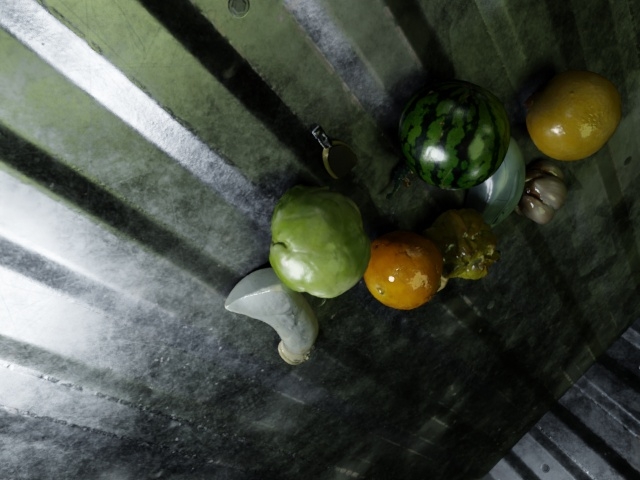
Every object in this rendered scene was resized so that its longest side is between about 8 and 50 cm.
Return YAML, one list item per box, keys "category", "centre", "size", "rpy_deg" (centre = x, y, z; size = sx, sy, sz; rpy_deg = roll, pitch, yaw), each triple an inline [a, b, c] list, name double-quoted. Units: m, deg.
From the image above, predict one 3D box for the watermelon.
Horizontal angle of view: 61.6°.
- category: "watermelon"
  centre: [0.345, -0.270, 1.385]
  size: [0.285, 0.285, 0.284]
  rpy_deg: [-18, 129, -24]

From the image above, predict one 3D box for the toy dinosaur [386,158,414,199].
- category: "toy dinosaur"
  centre: [0.234, -0.182, 1.532]
  size: [0.055, 0.049, 0.154]
  rpy_deg: [23, 100, -45]

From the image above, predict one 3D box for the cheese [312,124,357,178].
- category: "cheese"
  centre: [0.029, -0.229, 1.365]
  size: [0.086, 0.036, 0.162]
  rpy_deg: [-43, 135, 2]

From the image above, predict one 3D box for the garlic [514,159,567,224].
- category: "garlic"
  centre: [0.763, -0.164, 1.841]
  size: [0.214, 0.160, 0.191]
  rpy_deg: [-51, 140, 10]

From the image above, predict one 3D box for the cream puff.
- category: "cream puff"
  centre: [0.438, 0.017, 1.691]
  size: [0.244, 0.244, 0.196]
  rpy_deg: [-48, 161, 3]

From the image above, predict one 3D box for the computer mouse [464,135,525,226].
- category: "computer mouse"
  centre: [0.572, -0.156, 1.747]
  size: [0.189, 0.122, 0.370]
  rpy_deg: [-15, 131, -25]

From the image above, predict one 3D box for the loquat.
- category: "loquat"
  centre: [0.741, -0.373, 1.608]
  size: [0.275, 0.275, 0.274]
  rpy_deg: [-18, 129, -24]

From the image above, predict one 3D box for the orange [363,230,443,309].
- category: "orange"
  centre: [0.244, 0.087, 1.598]
  size: [0.240, 0.240, 0.239]
  rpy_deg: [-18, 129, -24]

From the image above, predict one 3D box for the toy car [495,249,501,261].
- category: "toy car"
  centre: [0.556, 0.026, 1.865]
  size: [0.162, 0.126, 0.097]
  rpy_deg: [-13, 110, -35]

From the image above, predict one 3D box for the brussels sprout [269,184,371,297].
- category: "brussels sprout"
  centre: [-0.002, 0.010, 1.367]
  size: [0.243, 0.273, 0.317]
  rpy_deg: [-15, 153, 26]

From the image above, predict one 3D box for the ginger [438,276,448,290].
- category: "ginger"
  centre: [0.409, 0.089, 1.826]
  size: [0.115, 0.081, 0.205]
  rpy_deg: [-14, 125, -65]

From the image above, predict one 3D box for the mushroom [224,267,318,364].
- category: "mushroom"
  centre: [-0.098, 0.231, 1.542]
  size: [0.178, 0.126, 0.397]
  rpy_deg: [-25, 135, 9]
